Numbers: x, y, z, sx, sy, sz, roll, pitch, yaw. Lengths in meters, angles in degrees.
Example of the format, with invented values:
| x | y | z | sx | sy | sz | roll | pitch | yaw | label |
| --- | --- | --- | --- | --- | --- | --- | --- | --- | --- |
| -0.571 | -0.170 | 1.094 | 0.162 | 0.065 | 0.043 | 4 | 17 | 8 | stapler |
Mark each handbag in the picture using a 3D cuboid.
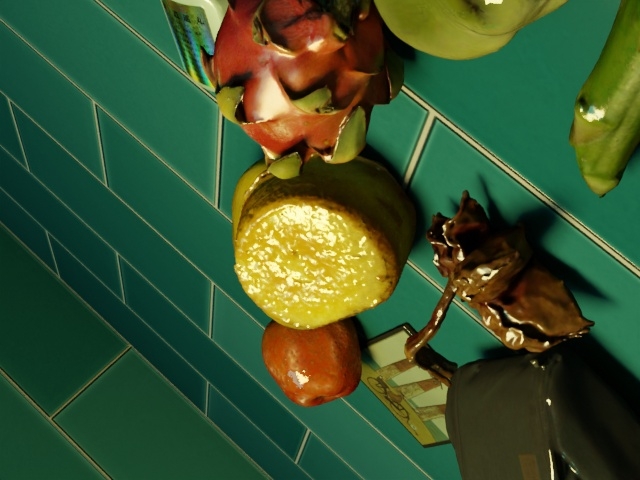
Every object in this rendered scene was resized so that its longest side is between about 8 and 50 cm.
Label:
| x | y | z | sx | sy | sz | roll | pitch | yaw | label |
| --- | --- | --- | --- | --- | --- | --- | --- | --- | --- |
| 0.293 | 0.284 | 1.280 | 0.275 | 0.178 | 0.302 | 40 | 157 | -10 | handbag |

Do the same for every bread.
| x | y | z | sx | sy | sz | roll | pitch | yaw | label |
| --- | --- | --- | --- | --- | --- | --- | --- | --- | --- |
| 0.000 | 0.000 | 1.310 | 0.269 | 0.145 | 0.268 | 8 | 127 | 11 | bread |

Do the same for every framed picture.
| x | y | z | sx | sy | sz | roll | pitch | yaw | label |
| --- | --- | --- | --- | --- | --- | --- | --- | --- | --- |
| 0.168 | 0.264 | 1.686 | 0.244 | 0.013 | 0.324 | 46 | 156 | -1 | framed picture |

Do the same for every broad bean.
| x | y | z | sx | sy | sz | roll | pitch | yaw | label |
| --- | --- | --- | --- | --- | --- | --- | --- | --- | --- |
| 0.114 | -0.250 | 0.861 | 0.263 | 0.121 | 0.189 | 2 | 127 | 60 | broad bean |

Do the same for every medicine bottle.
| x | y | z | sx | sy | sz | roll | pitch | yaw | label |
| --- | --- | --- | --- | --- | --- | --- | --- | --- | --- |
| -0.152 | -0.303 | 1.248 | 0.121 | 0.083 | 0.229 | 29 | 151 | 32 | medicine bottle |

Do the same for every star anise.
| x | y | z | sx | sy | sz | roll | pitch | yaw | label |
| --- | --- | --- | --- | --- | --- | --- | --- | --- | --- |
| 0.200 | 0.078 | 1.190 | 0.237 | 0.148 | 0.346 | 42 | 146 | 15 | star anise |

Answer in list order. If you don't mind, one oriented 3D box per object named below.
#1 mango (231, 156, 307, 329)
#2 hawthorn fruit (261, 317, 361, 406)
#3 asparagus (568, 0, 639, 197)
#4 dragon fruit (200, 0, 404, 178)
| x | y | z | sx | sy | sz | roll | pitch | yaw | label |
| --- | --- | --- | --- | --- | --- | --- | --- | --- | --- |
| -0.056 | 0.005 | 1.513 | 0.195 | 0.142 | 0.331 | 17 | 135 | 40 | mango |
| -0.010 | 0.200 | 1.679 | 0.189 | 0.189 | 0.189 | 36 | 154 | 21 | hawthorn fruit |
| 0.271 | -0.145 | 0.819 | 0.085 | 0.082 | 0.343 | 22 | 153 | 7 | asparagus |
| -0.019 | -0.196 | 1.047 | 0.224 | 0.224 | 0.227 | 38 | 174 | 18 | dragon fruit |
